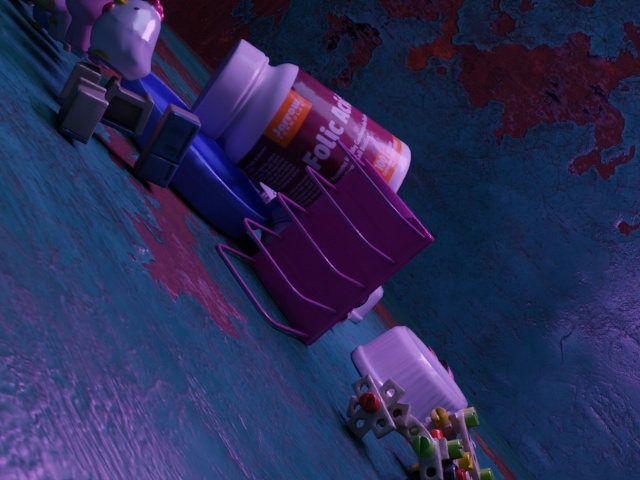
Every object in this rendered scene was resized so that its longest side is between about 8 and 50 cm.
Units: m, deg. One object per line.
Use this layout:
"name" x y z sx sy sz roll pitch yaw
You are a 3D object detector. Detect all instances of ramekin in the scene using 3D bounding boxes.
"ramekin" 0.070 0.102 2.281 0.207 0.109 0.207 50 5 -6
"ramekin" 0.198 0.302 1.876 0.273 0.127 0.273 50 5 -6

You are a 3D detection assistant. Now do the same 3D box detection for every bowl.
"bowl" -0.248 -0.164 1.690 0.391 0.077 0.391 49 6 -7

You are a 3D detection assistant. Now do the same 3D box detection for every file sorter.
"file sorter" 0.000 0.000 1.502 0.202 0.291 0.182 53 9 25

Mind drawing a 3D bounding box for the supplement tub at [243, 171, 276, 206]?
"supplement tub" -0.159 -0.138 2.012 0.190 0.117 0.117 50 6 5

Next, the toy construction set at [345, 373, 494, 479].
"toy construction set" 0.181 0.331 1.433 0.328 0.151 0.215 34 40 -44

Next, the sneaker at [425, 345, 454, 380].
"sneaker" 0.318 0.385 2.349 0.136 0.116 0.314 50 5 -12

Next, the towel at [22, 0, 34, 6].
"towel" -0.625 -0.547 1.455 0.324 0.056 0.312 50 2 20

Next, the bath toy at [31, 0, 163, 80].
"bath toy" -0.357 -0.357 1.397 0.151 0.129 0.348 39 -5 -42

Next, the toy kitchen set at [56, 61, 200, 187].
"toy kitchen set" -0.284 -0.146 1.283 0.207 0.122 0.166 24 18 -27

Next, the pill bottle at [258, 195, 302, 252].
"pill bottle" -0.059 0.002 1.758 0.124 0.124 0.221 48 21 -23

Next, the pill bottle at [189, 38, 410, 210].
"pill bottle" -0.043 -0.196 1.692 0.392 0.224 0.224 33 10 -15

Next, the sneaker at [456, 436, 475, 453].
"sneaker" 0.275 0.436 1.810 0.064 0.086 0.192 52 6 18

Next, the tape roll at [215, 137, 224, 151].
"tape roll" -0.157 -0.229 1.880 0.189 0.080 0.189 44 15 -16

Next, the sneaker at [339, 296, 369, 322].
"sneaker" 0.035 0.132 1.937 0.319 0.112 0.131 28 37 -61
